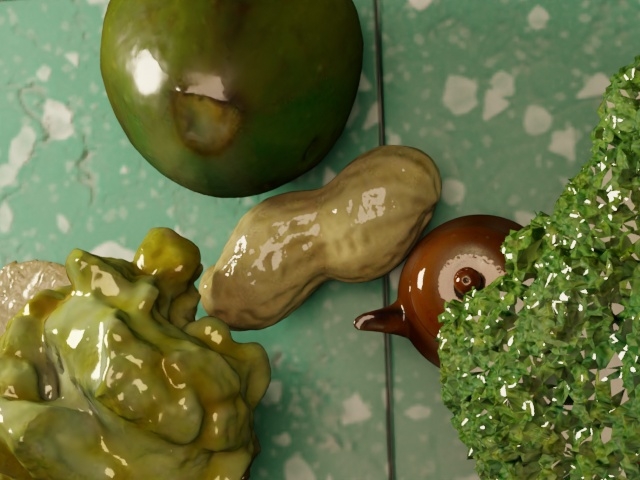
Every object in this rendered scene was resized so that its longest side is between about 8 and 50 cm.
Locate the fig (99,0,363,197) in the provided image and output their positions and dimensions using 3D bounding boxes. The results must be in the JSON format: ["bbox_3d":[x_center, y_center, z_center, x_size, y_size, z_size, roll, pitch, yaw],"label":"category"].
[{"bbox_3d":[-0.063,-0.115,1.183,0.181,0.191,0.181,1,114,2],"label":"fig"}]

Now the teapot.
[{"bbox_3d":[0.107,0.033,1.148,0.173,0.116,0.116,-17,77,8],"label":"teapot"}]

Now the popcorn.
[{"bbox_3d":[-0.128,0.095,1.148,0.187,0.167,0.185,-25,51,18],"label":"popcorn"}]

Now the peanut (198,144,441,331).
[{"bbox_3d":[0.000,0.000,1.194,0.187,0.082,0.082,-25,76,7],"label":"peanut"}]

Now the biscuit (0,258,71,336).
[{"bbox_3d":[-0.206,0.071,1.258,0.120,0.015,0.120,-2,80,13],"label":"biscuit"}]

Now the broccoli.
[{"bbox_3d":[0.242,0.084,1.004,0.321,0.310,0.413,-21,89,-18],"label":"broccoli"}]
